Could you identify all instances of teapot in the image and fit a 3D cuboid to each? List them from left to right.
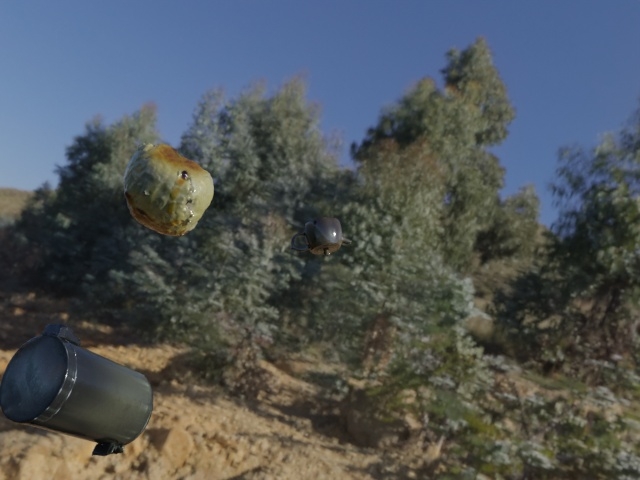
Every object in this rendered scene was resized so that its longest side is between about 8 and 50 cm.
[{"bbox_3d":[0.000,0.000,1.349,0.121,0.068,0.076,-10,-20,-1],"label":"teapot"}]

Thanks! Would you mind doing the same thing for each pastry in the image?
[{"bbox_3d":[-0.450,-0.128,1.901,0.256,0.237,0.170,34,20,1],"label":"pastry"}]

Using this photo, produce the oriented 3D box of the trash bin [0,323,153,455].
[{"bbox_3d":[-0.563,0.360,1.609,0.202,0.252,0.301,-6,-28,27],"label":"trash bin"}]
